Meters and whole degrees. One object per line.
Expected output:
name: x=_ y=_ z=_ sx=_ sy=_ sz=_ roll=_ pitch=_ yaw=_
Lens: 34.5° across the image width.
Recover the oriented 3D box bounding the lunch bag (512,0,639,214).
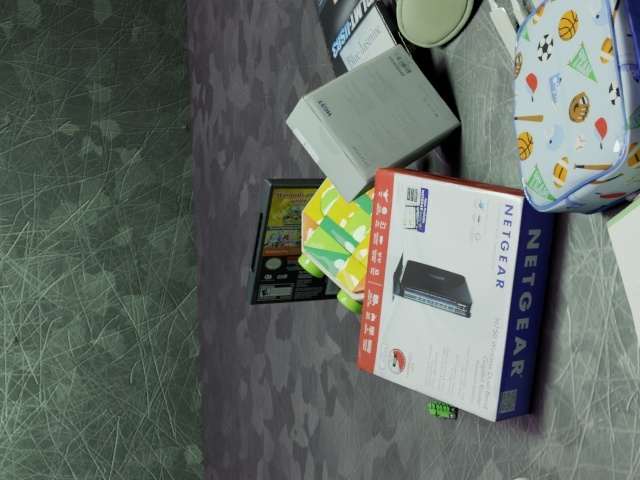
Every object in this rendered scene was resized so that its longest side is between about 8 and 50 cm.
lunch bag: x=0.352 y=-0.185 z=1.316 sx=0.243 sy=0.115 sz=0.303 roll=142 pitch=128 yaw=-60

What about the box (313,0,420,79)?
box: x=0.088 y=-0.453 z=2.031 sx=0.295 sy=0.073 sz=0.293 roll=135 pitch=125 yaw=-62

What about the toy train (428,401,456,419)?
toy train: x=0.210 y=0.292 z=1.771 sx=0.083 sy=0.017 sz=0.024 roll=171 pitch=91 yaw=-69

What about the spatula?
spatula: x=0.273 y=-0.385 z=1.511 sx=0.242 sy=0.019 sz=0.168 roll=62 pitch=166 yaw=-9

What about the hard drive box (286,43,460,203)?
hard drive box: x=0.091 y=-0.200 z=1.748 sx=0.181 sy=0.232 sz=0.089 roll=54 pitch=150 yaw=7

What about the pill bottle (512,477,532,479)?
pill bottle: x=0.308 y=0.393 z=1.405 sx=0.160 sy=0.087 sz=0.087 roll=-136 pitch=52 yaw=-63

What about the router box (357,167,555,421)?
router box: x=0.200 y=0.071 z=1.592 sx=0.301 sy=0.082 sz=0.336 roll=15 pitch=103 yaw=48

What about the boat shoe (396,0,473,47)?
boat shoe: x=0.210 y=-0.467 z=1.712 sx=0.340 sy=0.127 sz=0.113 roll=94 pitch=-165 yaw=-57

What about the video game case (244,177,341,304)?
video game case: x=0.000 y=0.000 z=1.986 sx=0.035 sy=0.274 sz=0.248 roll=42 pitch=127 yaw=52

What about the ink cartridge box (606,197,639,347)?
ink cartridge box: x=0.422 y=0.049 z=1.187 sx=0.171 sy=0.056 sz=0.235 roll=130 pitch=135 yaw=-58

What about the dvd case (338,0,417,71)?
dvd case: x=0.127 y=-0.292 z=1.911 sx=0.253 sy=0.022 sz=0.180 roll=64 pitch=152 yaw=11

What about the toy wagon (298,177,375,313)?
toy wagon: x=0.112 y=-0.002 z=1.808 sx=0.344 sy=0.068 sz=0.267 roll=42 pitch=100 yaw=38
